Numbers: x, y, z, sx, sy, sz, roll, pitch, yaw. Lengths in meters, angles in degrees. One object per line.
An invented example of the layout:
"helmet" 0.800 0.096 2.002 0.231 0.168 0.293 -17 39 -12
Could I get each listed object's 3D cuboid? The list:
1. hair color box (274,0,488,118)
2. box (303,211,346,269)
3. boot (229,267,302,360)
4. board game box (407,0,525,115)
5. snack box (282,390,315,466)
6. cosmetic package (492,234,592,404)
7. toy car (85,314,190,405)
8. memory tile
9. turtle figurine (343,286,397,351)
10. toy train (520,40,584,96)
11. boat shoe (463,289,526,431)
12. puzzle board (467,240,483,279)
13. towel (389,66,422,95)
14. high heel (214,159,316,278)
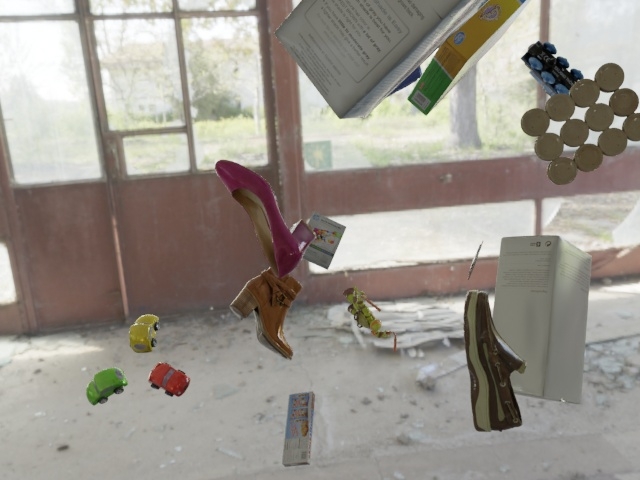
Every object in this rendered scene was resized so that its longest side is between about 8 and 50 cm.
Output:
"hair color box" 0.124 -0.378 0.864 0.374 0.185 0.114 -40 -8 30
"box" 0.000 0.000 2.184 0.145 0.186 0.038 25 -24 -1
"boot" -0.091 0.160 1.296 0.152 0.197 0.073 -45 15 -27
"board game box" 0.346 -0.449 1.268 0.316 0.064 0.242 -47 -3 -17
"snack box" -0.051 0.446 1.361 0.064 0.022 0.178 -13 44 17
"cosmetic package" 0.521 0.187 1.352 0.197 0.365 0.155 23 -16 -40
"toy car" -0.444 0.299 1.319 0.225 0.053 0.239 -32 57 -9
"memory tile" 0.346 -0.150 0.744 0.148 0.113 0.012 -31 1 3
"turtle figurine" 0.157 0.263 1.950 0.087 0.269 0.217 -37 31 -6
"toy train" 0.609 -0.444 1.506 0.080 0.184 0.105 -47 2 4
"boat shoe" 0.304 0.205 0.982 0.095 0.257 0.095 -4 16 20
"puzzle board" 0.564 0.071 2.084 0.011 0.096 0.128 21 45 14
"towel" 0.188 -0.636 1.863 0.243 0.335 0.040 -33 24 -18
"high heel" -0.127 -0.042 1.076 0.117 0.244 0.082 -52 12 -31
